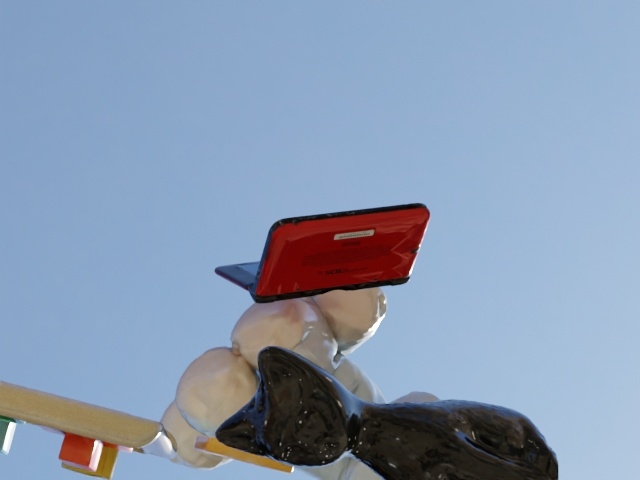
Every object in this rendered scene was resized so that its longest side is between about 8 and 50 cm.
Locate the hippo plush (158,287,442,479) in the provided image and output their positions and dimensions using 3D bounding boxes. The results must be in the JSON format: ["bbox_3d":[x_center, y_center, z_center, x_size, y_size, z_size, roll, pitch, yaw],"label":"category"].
[{"bbox_3d":[0.006,0.193,1.685,0.234,0.236,0.294,-32,-20,-25],"label":"hippo plush"}]

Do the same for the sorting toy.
[{"bbox_3d":[-0.191,0.127,1.246,0.348,0.196,0.047,14,-98,2],"label":"sorting toy"}]

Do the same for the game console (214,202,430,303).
[{"bbox_3d":[0.000,0.000,1.516,0.144,0.085,0.124,-7,-44,-26],"label":"game console"}]

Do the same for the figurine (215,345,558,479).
[{"bbox_3d":[0.004,0.175,1.127,0.209,0.092,0.215,22,-71,-29],"label":"figurine"}]
